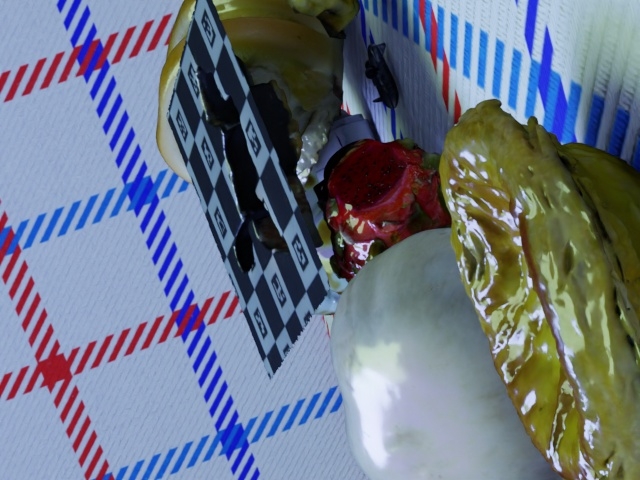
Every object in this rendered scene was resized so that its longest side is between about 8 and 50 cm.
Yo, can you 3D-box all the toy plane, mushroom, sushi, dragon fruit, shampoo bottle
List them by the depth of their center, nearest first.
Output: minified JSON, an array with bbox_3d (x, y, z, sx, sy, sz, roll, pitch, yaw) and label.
[{"bbox_3d":[0.134,0.108,1.372,0.254,0.234,0.260,40,128,6],"label":"mushroom"},{"bbox_3d":[0.085,-0.012,1.501,0.172,0.160,0.166,58,-153,-42],"label":"dragon fruit"},{"bbox_3d":[-0.060,-0.060,1.647,0.359,0.064,0.343,121,129,-67],"label":"sushi"},{"bbox_3d":[0.066,-0.182,1.711,0.078,0.031,0.083,-88,-15,-62],"label":"toy plane"},{"bbox_3d":[0.054,-0.050,1.981,0.092,0.092,0.303,139,111,-84],"label":"shampoo bottle"}]

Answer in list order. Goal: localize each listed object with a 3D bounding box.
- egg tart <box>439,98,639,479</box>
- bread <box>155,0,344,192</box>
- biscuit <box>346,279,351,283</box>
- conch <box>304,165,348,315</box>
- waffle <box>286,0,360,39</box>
[{"bbox_3d":[0.175,0.034,1.025,0.295,0.116,0.294,162,90,-84],"label":"egg tart"},{"bbox_3d":[-0.097,-0.211,1.903,0.315,0.211,0.270,123,152,-53],"label":"bread"},{"bbox_3d":[0.084,0.071,1.767,0.312,0.110,0.318,-84,-15,-74],"label":"biscuit"},{"bbox_3d":[0.000,0.000,2.196,0.249,0.197,0.368,24,-158,-39],"label":"conch"},{"bbox_3d":[-0.100,-0.383,1.559,0.382,0.095,0.379,23,-150,-52],"label":"waffle"}]
